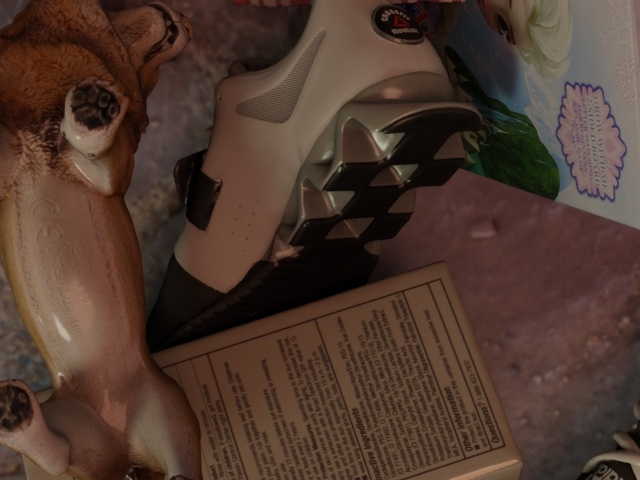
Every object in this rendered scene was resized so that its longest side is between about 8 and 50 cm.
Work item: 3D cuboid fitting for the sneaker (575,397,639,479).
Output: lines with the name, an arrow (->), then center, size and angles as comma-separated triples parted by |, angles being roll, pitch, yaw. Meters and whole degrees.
sneaker -> 0.277, 0.117, 1.148 | 0.257, 0.169, 0.447 | -16, 109, -23

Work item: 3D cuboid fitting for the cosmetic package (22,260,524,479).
cosmetic package -> -0.033, 0.141, 1.076 | 0.296, 0.129, 0.153 | -16, 68, -4

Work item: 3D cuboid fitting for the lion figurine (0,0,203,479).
lion figurine -> -0.136, 0.027, 0.969 | 0.142, 0.240, 0.392 | -4, 83, -3

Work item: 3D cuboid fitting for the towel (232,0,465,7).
towel -> 0.009, -0.219, 1.030 | 0.029, 0.197, 0.144 | -22, 112, -45

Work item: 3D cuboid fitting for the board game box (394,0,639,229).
board game box -> 0.120, -0.189, 0.981 | 0.066, 0.318, 0.318 | -14, 106, -20

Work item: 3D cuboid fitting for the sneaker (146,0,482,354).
sneaker -> -0.028, -0.036, 1.071 | 0.122, 0.146, 0.330 | -1, 145, -42
